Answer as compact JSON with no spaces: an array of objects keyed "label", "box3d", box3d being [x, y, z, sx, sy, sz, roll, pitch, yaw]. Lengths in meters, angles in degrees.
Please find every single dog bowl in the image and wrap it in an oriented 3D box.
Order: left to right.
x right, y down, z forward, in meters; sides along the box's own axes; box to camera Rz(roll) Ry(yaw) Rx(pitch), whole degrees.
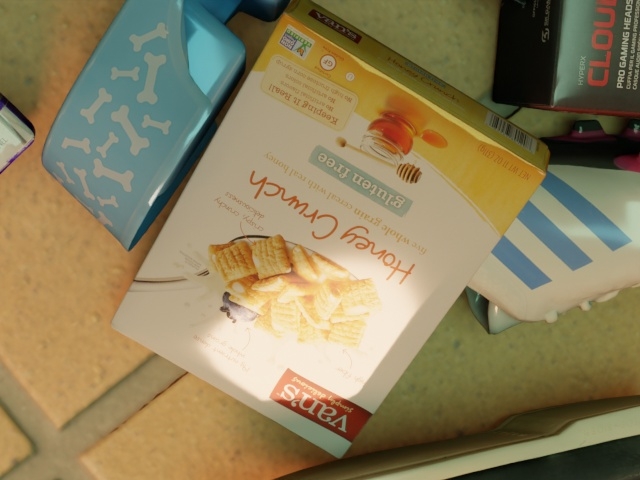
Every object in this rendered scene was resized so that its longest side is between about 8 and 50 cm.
[{"label":"dog bowl","box3d":[-0.062,-0.137,0.767,0.074,0.166,0.297,32,89,-4]}]

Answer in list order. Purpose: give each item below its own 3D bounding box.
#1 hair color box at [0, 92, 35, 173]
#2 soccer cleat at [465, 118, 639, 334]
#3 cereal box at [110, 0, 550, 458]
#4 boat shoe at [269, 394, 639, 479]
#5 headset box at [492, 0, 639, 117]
[{"label":"hair color box","box3d":[-0.344,-0.112,0.727,0.339,0.110,0.185,44,87,-13]},{"label":"soccer cleat","box3d":[0.171,-0.006,0.870,0.331,0.116,0.143,5,108,-10]},{"label":"cereal box","box3d":[0.000,0.000,0.785,0.173,0.047,0.240,30,117,-3]},{"label":"boat shoe","box3d":[0.090,0.185,0.859,0.340,0.127,0.113,-10,88,-21]},{"label":"headset box","box3d":[0.245,-0.185,0.852,0.293,0.110,0.218,4,96,-13]}]
